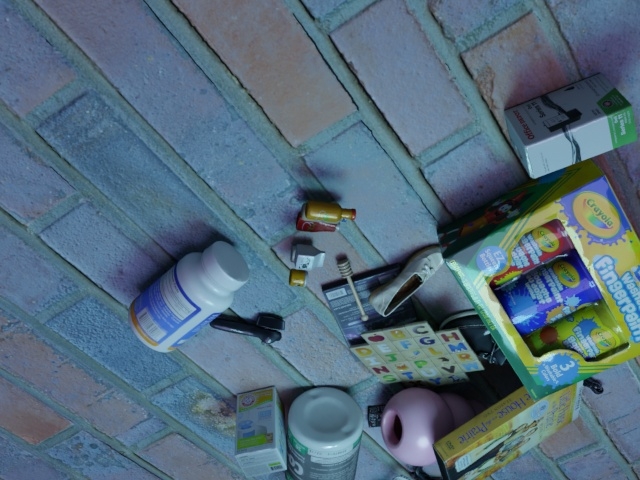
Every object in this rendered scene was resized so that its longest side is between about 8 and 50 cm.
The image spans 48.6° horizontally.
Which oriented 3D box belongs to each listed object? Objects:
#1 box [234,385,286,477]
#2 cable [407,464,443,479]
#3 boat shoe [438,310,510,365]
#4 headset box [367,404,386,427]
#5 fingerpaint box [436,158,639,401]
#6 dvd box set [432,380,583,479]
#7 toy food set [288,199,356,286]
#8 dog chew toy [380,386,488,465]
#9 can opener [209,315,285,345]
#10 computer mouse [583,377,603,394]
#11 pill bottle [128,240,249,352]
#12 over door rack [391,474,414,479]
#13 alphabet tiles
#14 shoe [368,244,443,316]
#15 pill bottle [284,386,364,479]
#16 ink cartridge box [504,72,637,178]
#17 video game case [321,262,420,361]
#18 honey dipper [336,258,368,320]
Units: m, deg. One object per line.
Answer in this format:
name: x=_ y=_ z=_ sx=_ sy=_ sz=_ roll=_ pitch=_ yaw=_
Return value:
box: x=-0.158 y=0.505 z=1.880 sx=0.114 sy=0.203 sz=0.103 roll=-13 pitch=128 yaw=7
cable: x=0.370 y=0.712 z=2.209 sx=0.150 sy=0.047 sz=0.184 roll=-42 pitch=119 yaw=19
boat shoe: x=0.473 y=0.269 z=1.816 sx=0.340 sy=0.113 sz=0.127 roll=13 pitch=126 yaw=-16
headset box: x=0.177 y=0.500 z=2.021 sx=0.083 sy=0.032 sz=0.062 roll=-5 pitch=129 yaw=-3
fingerpaint box: x=0.534 y=0.092 z=1.584 sx=0.371 sy=0.163 sz=0.444 roll=-29 pitch=110 yaw=16
dvd box set: x=0.497 y=0.498 z=1.859 sx=0.420 sy=0.062 sz=0.307 roll=-30 pitch=142 yaw=-8
toy food set: x=0.000 y=0.000 z=1.552 sx=0.105 sy=0.111 sz=0.232 roll=6 pitch=125 yaw=-10
dog chew toy: x=0.333 y=0.504 z=1.941 sx=0.332 sy=0.206 sz=0.206 roll=4 pitch=129 yaw=-28
can opener: x=-0.182 y=0.218 z=1.753 sx=0.186 sy=0.073 sz=0.059 roll=8 pitch=166 yaw=-8
computer mouse: x=0.709 y=0.458 z=2.037 sx=0.106 sy=0.042 sz=0.193 roll=30 pitch=120 yaw=-27
pill bottle: x=-0.292 y=0.122 z=1.594 sx=0.272 sy=0.152 sz=0.152 roll=-38 pitch=123 yaw=22
over door rack: x=0.313 y=0.843 z=2.228 sx=0.324 sy=0.108 sz=0.239 roll=18 pitch=140 yaw=-19
alphabet tiles: x=0.249 y=0.301 z=1.812 sx=0.285 sy=0.011 sz=0.342 roll=-13 pitch=141 yaw=24
shoe: x=0.213 y=0.097 z=1.661 sx=0.219 sy=0.058 sz=0.076 roll=-39 pitch=128 yaw=4
pill bottle: x=0.004 y=0.597 z=1.970 sx=0.204 sy=0.204 sz=0.361 roll=0 pitch=128 yaw=-6
ink cartridge box: x=0.487 y=-0.227 z=1.398 sx=0.209 sy=0.153 sz=0.086 roll=-21 pitch=127 yaw=10
video game case: x=0.138 y=0.186 z=1.772 sx=0.196 sy=0.026 sz=0.274 roll=-18 pitch=129 yaw=8
honey dipper: x=0.079 y=0.121 z=1.674 sx=0.031 sy=0.030 sz=0.160 roll=-19 pitch=106 yaw=9
